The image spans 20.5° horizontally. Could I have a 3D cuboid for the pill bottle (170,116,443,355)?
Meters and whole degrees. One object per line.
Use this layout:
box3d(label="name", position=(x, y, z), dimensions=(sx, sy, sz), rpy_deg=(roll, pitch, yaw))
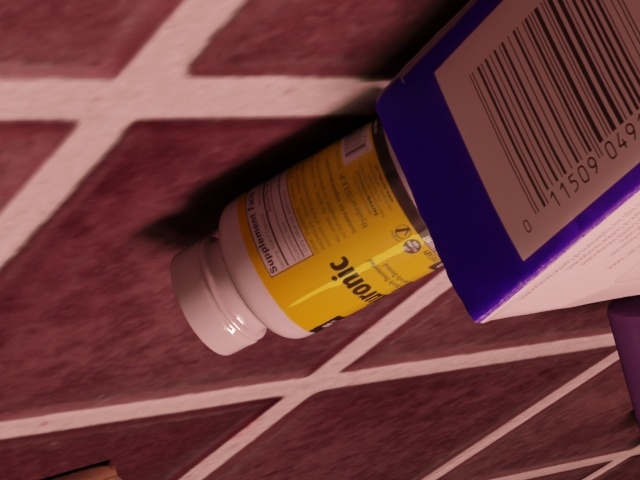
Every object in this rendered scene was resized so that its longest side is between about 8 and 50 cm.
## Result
box3d(label="pill bottle", position=(0.000, 0.000, 0.709), dimensions=(0.116, 0.065, 0.065), rpy_deg=(-28, 160, 18))

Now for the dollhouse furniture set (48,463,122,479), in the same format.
box3d(label="dollhouse furniture set", position=(-0.188, 0.337, 1.105), dimensions=(0.362, 0.256, 0.394), rpy_deg=(-14, 159, -22))

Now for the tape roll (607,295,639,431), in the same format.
box3d(label="tape roll", position=(0.301, 0.044, 0.965), dimensions=(0.275, 0.090, 0.275), rpy_deg=(-17, -177, 1))

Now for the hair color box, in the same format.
box3d(label="hair color box", position=(0.212, -0.072, 0.688), dimensions=(0.339, 0.110, 0.185), rpy_deg=(-5, 153, -38))
